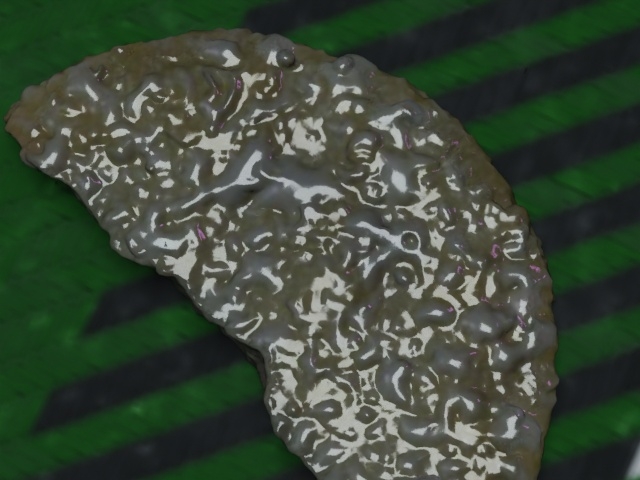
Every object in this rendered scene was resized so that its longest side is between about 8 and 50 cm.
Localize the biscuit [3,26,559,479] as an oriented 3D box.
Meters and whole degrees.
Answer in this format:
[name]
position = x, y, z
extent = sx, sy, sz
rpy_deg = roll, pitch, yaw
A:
[biscuit]
position = 0.005, 0.000, 0.608
extent = 0.133, 0.032, 0.250
rpy_deg = -42, 78, -6
